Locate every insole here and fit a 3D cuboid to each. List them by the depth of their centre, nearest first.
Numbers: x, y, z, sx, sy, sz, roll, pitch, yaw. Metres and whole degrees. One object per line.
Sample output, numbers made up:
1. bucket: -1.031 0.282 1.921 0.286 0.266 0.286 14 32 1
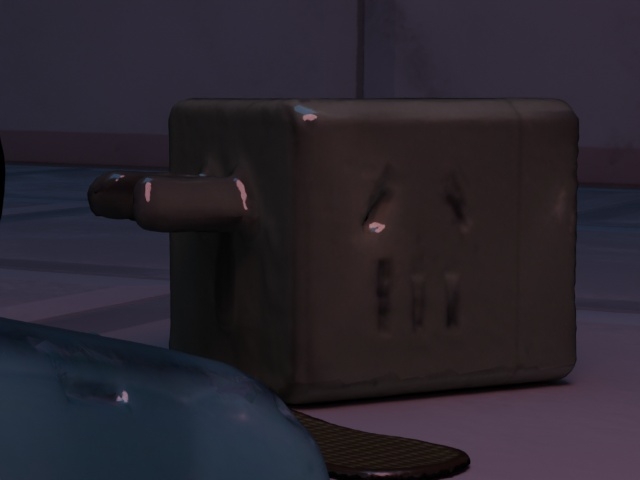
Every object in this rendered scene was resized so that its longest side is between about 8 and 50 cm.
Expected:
1. insole: -0.036 0.075 0.733 0.086 0.005 0.253 -4 7 -42

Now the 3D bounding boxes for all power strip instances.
1. power strip: 0.000 0.000 0.838 0.224 0.140 0.139 -3 7 -30

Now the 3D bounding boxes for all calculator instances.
1. calculator: -0.202 0.040 0.587 0.386 0.054 0.256 4 -7 33

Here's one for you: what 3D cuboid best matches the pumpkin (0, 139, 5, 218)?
1. pumpkin: -0.322 -0.038 0.899 0.320 0.192 0.320 3 7 0
